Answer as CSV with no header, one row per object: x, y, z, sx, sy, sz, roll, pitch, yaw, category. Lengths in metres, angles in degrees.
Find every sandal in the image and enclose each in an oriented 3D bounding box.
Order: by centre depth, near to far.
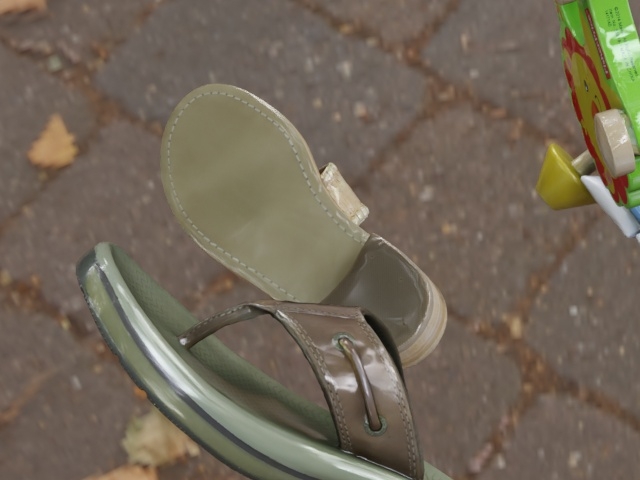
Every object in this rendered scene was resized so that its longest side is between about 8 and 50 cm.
0.020,0.081,0.913,0.303,0.120,0.086,31,97,-8,sandal
-0.005,0.005,1.108,0.088,0.079,0.240,-46,51,0,sandal

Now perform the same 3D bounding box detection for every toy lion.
0.102,-0.060,0.694,0.034,0.096,0.100,-18,93,-2,toy lion

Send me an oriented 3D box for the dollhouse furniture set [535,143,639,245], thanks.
0.244,0.102,1.123,0.198,0.286,0.303,-43,50,13,dollhouse furniture set
